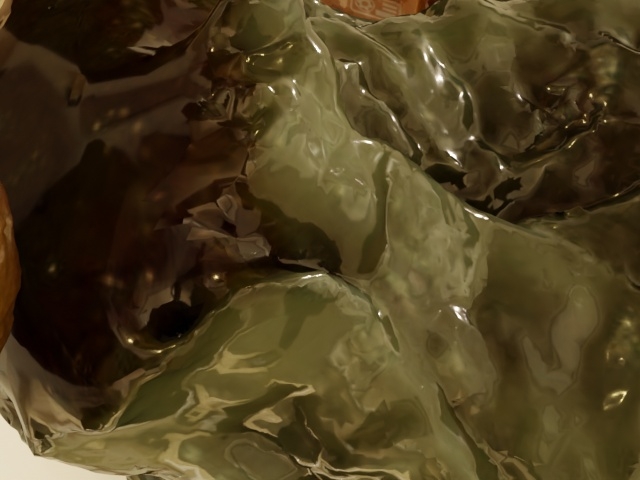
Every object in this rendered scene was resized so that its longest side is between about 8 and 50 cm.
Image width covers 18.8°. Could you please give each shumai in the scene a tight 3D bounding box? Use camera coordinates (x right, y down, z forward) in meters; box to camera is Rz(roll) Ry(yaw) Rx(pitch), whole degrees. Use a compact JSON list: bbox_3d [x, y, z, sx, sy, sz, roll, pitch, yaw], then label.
[{"bbox_3d":[0.000,0.000,0.847,0.324,0.398,0.323,-10,-32,39],"label":"shumai"}]

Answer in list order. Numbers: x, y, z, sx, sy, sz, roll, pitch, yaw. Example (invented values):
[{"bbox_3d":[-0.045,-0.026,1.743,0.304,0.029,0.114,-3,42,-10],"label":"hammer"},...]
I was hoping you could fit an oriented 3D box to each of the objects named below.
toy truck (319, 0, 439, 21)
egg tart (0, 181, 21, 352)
[{"bbox_3d":[0.044,-0.259,1.375,0.387,0.173,0.207,18,-37,7],"label":"toy truck"},{"bbox_3d":[-0.196,0.022,0.653,0.202,0.147,0.203,15,-60,27],"label":"egg tart"}]
